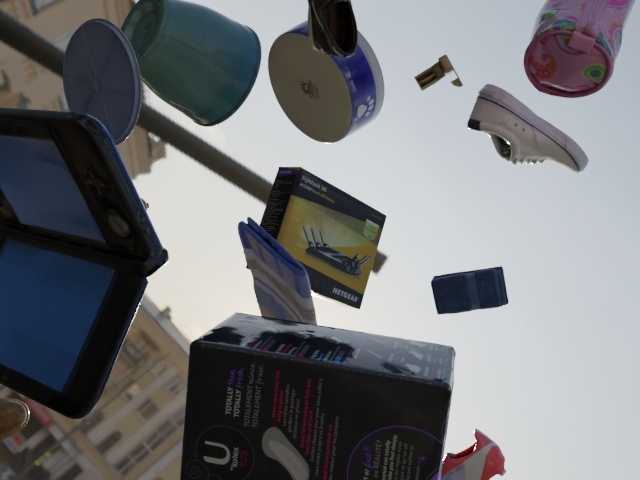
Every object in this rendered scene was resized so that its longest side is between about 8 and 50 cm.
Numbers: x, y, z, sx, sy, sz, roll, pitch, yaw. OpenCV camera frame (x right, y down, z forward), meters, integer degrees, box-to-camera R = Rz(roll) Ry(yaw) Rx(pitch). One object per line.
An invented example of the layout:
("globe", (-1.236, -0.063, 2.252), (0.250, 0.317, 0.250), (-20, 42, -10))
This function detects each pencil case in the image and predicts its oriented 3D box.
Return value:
("pencil case", (0.378, -0.327, 0.981), (0.124, 0.284, 0.124), (22, -32, 14))

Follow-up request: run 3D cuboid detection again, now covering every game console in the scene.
("game console", (-0.324, 0.009, 0.729), (0.293, 0.173, 0.250), (10, -48, 35))

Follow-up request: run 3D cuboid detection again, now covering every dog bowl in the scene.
("dog bowl", (0.009, -0.351, 1.529), (0.265, 0.104, 0.264), (34, -36, 29))

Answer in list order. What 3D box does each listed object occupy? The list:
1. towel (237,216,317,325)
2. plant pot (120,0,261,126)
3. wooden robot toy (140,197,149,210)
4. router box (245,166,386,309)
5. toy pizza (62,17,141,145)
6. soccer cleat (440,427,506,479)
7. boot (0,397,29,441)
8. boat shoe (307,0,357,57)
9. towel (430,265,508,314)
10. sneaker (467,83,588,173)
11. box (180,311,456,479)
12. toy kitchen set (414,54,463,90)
("towel", (-0.068, 0.114, 1.249), (0.209, 0.034, 0.285), (40, -32, 43))
("plant pot", (-0.325, -0.442, 1.642), (0.272, 0.271, 0.255), (23, 1, 45))
("wooden robot toy", (-0.333, -0.055, 1.175), (0.076, 0.079, 0.173), (-44, -110, 46))
("router box", (0.000, 0.000, 1.597), (0.309, 0.242, 0.081), (25, -13, -41))
("toy pizza", (-0.346, -0.252, 1.118), (0.201, 0.032, 0.201), (11, -72, 36))
("soccer cleat", (0.241, 0.466, 1.332), (0.095, 0.248, 0.083), (51, 7, 8))
("boot", (-0.808, 0.415, 1.545), (0.115, 0.305, 0.112), (-34, -116, 58))
("boat shoe", (0.015, -0.407, 1.112), (0.079, 0.084, 0.233), (42, -28, 47))
("towel", (0.244, 0.083, 1.140), (0.029, 0.120, 0.067), (-27, 108, -81))
("sneaker", (0.358, -0.174, 1.221), (0.258, 0.091, 0.094), (28, 8, -22))
("box", (0.002, 0.189, 0.763), (0.271, 0.143, 0.165), (8, -81, 11))
("toy kitchen set", (0.233, -0.316, 1.375), (0.068, 0.075, 0.083), (60, 13, -2))
